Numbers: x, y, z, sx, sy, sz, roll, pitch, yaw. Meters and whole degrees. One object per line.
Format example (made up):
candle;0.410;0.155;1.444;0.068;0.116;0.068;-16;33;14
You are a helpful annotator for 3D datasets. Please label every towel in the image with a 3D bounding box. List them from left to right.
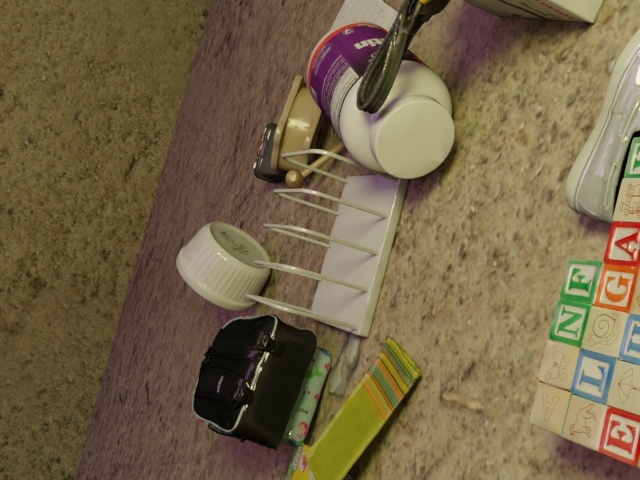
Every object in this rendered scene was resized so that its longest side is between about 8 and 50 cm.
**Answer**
towel;0.058;0.263;1.035;0.237;0.021;0.102;-55;25;8

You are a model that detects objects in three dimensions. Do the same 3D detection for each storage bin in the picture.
storage bin;-0.089;-0.200;1.588;0.091;0.098;0.135;14;87;53

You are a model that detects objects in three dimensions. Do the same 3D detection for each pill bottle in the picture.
pill bottle;0.098;-0.230;1.130;0.182;0.181;0.323;-61;29;23

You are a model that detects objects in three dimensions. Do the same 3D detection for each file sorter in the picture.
file sorter;0.000;0.000;1.196;0.192;0.173;0.278;7;82;64

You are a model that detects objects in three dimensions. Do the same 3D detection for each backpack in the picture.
backpack;-0.116;0.249;1.245;0.253;0.191;0.225;-7;58;53

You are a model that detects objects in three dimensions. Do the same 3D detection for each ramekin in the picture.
ramekin;-0.207;0.050;1.543;0.109;0.207;0.207;-53;32;19

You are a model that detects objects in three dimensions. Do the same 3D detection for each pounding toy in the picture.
pounding toy;-0.014;-0.207;1.463;0.154;0.154;0.270;96;-169;-71

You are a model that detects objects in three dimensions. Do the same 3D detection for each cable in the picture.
cable;0.110;-0.309;0.912;0.287;0.072;0.140;-50;39;34

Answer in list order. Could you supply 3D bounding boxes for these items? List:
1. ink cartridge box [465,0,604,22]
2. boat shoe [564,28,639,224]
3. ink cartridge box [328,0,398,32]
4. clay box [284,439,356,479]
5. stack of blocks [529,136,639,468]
ink cartridge box;0.258;-0.365;0.922;0.093;0.160;0.219;-69;26;12
boat shoe;0.341;-0.122;0.725;0.081;0.079;0.228;43;119;52
ink cartridge box;0.095;-0.438;1.440;0.179;0.045;0.145;51;121;38
clay box;0.005;0.414;1.074;0.222;0.053;0.128;24;95;65
stack of blocks;0.317;0.056;0.640;0.171;0.087;0.298;8;83;64
